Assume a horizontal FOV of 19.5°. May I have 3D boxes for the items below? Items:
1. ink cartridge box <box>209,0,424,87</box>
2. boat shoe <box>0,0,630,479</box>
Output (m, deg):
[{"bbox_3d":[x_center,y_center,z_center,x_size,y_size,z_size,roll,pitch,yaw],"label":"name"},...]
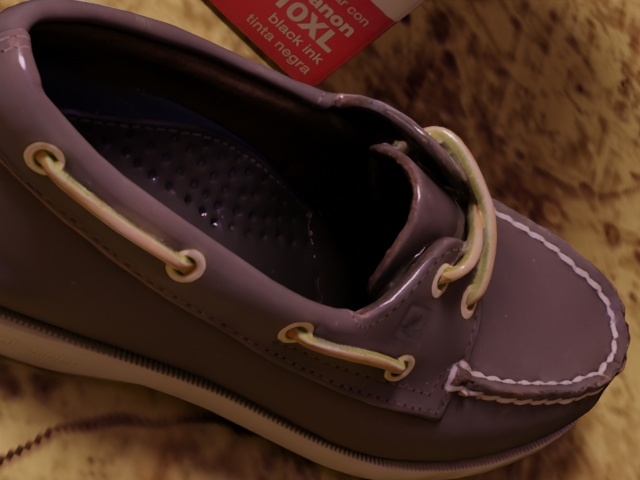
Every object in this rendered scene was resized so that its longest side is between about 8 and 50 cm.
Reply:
[{"bbox_3d":[0.064,-0.187,0.679,0.100,0.237,0.172,44,42,-14],"label":"ink cartridge box"},{"bbox_3d":[0.000,0.004,0.601,0.305,0.091,0.109,17,53,-36],"label":"boat shoe"}]
